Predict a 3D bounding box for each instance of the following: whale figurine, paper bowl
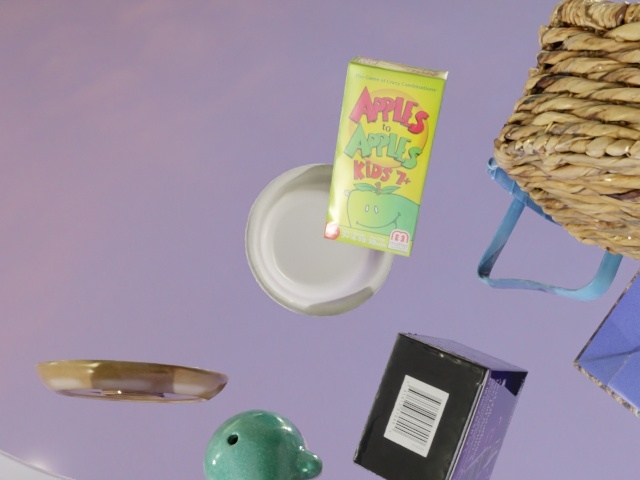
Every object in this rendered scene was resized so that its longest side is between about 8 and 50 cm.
[{"bbox_3d":[-0.101,0.390,1.173,0.216,0.141,0.272,-25,-140,6],"label":"whale figurine"},{"bbox_3d":[0.000,0.000,1.364,0.284,0.285,0.148,3,-177,8],"label":"paper bowl"}]

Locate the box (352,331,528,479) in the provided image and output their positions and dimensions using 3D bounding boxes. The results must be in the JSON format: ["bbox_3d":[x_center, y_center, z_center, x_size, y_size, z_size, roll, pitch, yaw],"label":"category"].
[{"bbox_3d":[0.144,0.196,0.839,0.108,0.153,0.207,20,-179,29],"label":"box"}]

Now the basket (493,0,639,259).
[{"bbox_3d":[0.284,-0.096,0.444,0.299,0.213,0.223,23,-96,48],"label":"basket"}]

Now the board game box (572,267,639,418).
[{"bbox_3d":[0.453,0.116,0.765,0.291,0.232,0.141,29,-171,-32],"label":"board game box"}]

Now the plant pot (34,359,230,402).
[{"bbox_3d":[-0.232,0.179,0.913,0.236,0.236,0.033,1,-107,6],"label":"plant pot"}]

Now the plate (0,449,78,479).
[{"bbox_3d":[-0.352,0.298,0.637,0.045,0.278,0.277,31,-108,25],"label":"plate"}]

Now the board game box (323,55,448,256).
[{"bbox_3d":[0.062,-0.082,0.731,0.092,0.182,0.043,12,-155,9],"label":"board game box"}]

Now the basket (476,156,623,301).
[{"bbox_3d":[0.339,-0.059,0.982,0.289,0.201,0.254,-58,-161,-9],"label":"basket"}]
